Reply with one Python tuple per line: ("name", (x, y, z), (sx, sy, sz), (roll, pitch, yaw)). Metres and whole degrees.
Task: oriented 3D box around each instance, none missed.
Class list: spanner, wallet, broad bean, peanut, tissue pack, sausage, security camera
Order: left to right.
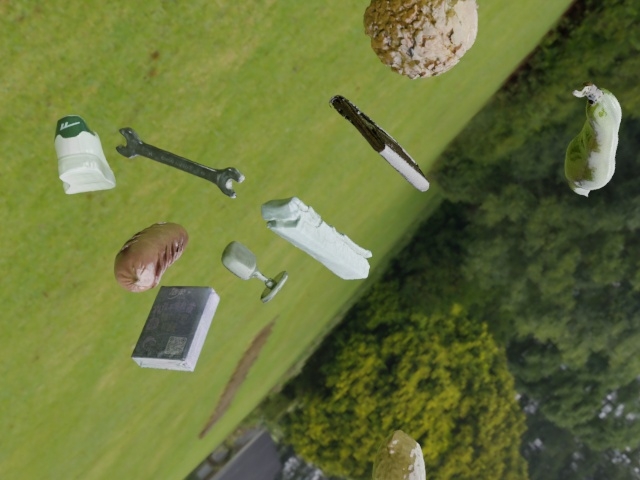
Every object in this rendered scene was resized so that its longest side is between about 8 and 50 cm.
("sausage", (-0.297, 0.021, 1.502), (0.088, 0.088, 0.433), (-43, -173, 5))
("tissue pack", (-0.254, 0.152, 1.492), (0.051, 0.112, 0.156), (63, 34, -47))
("spanner", (-0.225, -0.124, 1.336), (0.015, 0.254, 0.054), (-33, 137, -52))
("security camera", (-0.097, 0.040, 1.164), (0.058, 0.092, 0.058), (-49, -168, 14))
("wallet", (0.108, -0.163, 1.419), (0.039, 0.133, 0.243), (-43, 156, 11))
("peanut", (0.124, 0.386, 1.282), (0.093, 0.194, 0.083), (6, 174, -28))
("broad bean", (0.397, -0.143, 1.228), (0.325, 0.075, 0.067), (67, 39, -62))

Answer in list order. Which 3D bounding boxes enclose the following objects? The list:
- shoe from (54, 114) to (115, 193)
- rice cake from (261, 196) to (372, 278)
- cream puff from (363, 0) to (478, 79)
("shoe", (-0.424, -0.151, 1.513), (0.095, 0.110, 0.265), (-10, 178, -13))
("rice cake", (0.000, 0.000, 1.511), (0.066, 0.063, 0.336), (-4, 161, 25))
("cream puff", (0.124, -0.279, 1.098), (0.115, 0.150, 0.165), (-49, 149, -24))
